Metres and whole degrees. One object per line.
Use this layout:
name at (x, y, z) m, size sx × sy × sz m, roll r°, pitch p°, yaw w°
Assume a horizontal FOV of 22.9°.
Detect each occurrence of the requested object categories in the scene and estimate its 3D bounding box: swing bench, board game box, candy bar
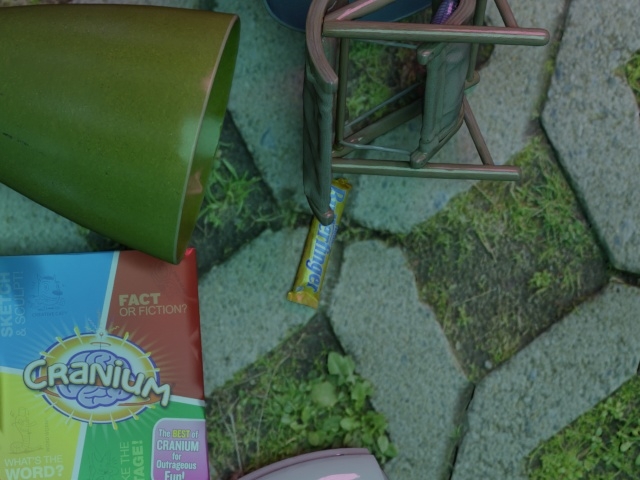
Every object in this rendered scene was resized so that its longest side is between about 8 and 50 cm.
swing bench at (0.092, -0.174, 1.736) m, size 0.254 × 0.253 × 0.165 m, roll -13°, pitch 58°, yaw -10°
board game box at (-0.252, 0.171, 1.778) m, size 0.242 × 0.064 × 0.317 m, roll -3°, pitch 85°, yaw -14°
candy bar at (0.000, 0.000, 1.879) m, size 0.040 × 0.018 × 0.162 m, roll 15°, pitch 96°, yaw -16°

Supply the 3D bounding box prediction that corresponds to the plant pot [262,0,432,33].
plant pot at (0.040, -0.387, 1.714) m, size 0.290 × 0.290 × 0.195 m, roll -18°, pitch 67°, yaw -11°

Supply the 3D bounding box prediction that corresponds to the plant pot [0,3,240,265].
plant pot at (-0.259, -0.142, 1.681) m, size 0.293 × 0.275 × 0.275 m, roll 14°, pitch 96°, yaw 0°

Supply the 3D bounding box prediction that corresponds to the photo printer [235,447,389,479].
photo printer at (-0.010, 0.410, 1.899) m, size 0.256 × 0.107 × 0.308 m, roll -18°, pitch 104°, yaw -11°
